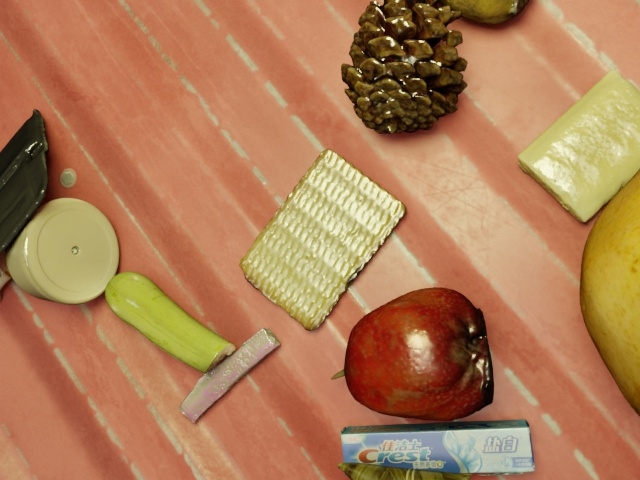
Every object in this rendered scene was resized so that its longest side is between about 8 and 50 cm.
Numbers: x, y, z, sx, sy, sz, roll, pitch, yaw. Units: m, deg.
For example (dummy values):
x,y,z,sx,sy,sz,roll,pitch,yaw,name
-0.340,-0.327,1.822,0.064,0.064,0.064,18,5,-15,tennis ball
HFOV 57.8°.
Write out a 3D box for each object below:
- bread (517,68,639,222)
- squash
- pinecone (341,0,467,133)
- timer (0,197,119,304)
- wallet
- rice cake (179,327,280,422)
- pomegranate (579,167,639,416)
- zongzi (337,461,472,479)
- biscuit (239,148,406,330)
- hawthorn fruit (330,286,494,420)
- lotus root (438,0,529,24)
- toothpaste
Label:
x,y,z,sx,sy,sz,roll,pitch,yaw,name
0.388,-0.130,0.818,0.178,0.060,0.139,-42,77,9,bread
-0.255,0.134,0.950,0.250,0.083,0.083,32,95,19,squash
0.118,-0.257,0.839,0.184,0.179,0.204,-27,54,53,pinecone
-0.506,0.032,1.011,0.266,0.175,0.175,-8,84,32,timer
-0.543,-0.077,0.985,0.247,0.041,0.323,-46,45,6,wallet
-0.150,0.220,0.947,0.207,0.036,0.047,-42,68,9,rice cake
0.494,0.053,0.606,0.417,0.417,0.416,-1,86,14,pomegranate
0.120,0.400,0.819,0.184,0.084,0.187,2,112,20,zongzi
0.000,0.000,0.926,0.172,0.029,0.254,39,96,13,biscuit
0.123,0.164,0.821,0.251,0.190,0.189,-14,83,32,hawthorn fruit
0.198,-0.419,0.847,0.260,0.128,0.145,40,70,14,lotus root
0.168,0.305,0.852,0.272,0.053,0.066,-7,85,14,toothpaste
